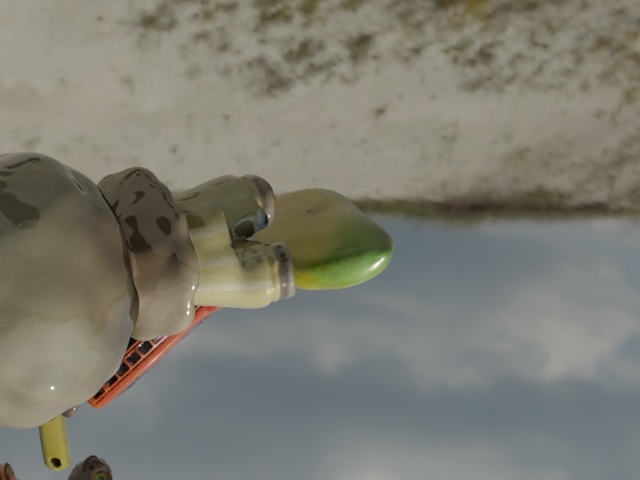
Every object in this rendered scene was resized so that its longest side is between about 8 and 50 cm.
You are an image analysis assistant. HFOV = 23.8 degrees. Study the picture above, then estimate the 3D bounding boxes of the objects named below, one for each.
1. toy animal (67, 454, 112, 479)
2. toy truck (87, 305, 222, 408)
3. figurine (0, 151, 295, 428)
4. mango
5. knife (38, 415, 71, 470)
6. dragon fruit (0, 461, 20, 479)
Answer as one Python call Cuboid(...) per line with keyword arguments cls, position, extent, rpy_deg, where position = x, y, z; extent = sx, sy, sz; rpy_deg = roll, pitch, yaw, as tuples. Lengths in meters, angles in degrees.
Cuboid(cls="toy animal", position=(-0.306, 0.339, 1.779), extent=(0.116, 0.179, 0.218), rpy_deg=(9, 167, -9))
Cuboid(cls="toy truck", position=(-0.162, 0.052, 1.518), extent=(0.114, 0.253, 0.107), rpy_deg=(50, -156, 2))
Cuboid(cls="figurine", position=(-0.196, 0.030, 1.253), extent=(0.381, 0.248, 0.203), rpy_deg=(-12, -177, -35))
Cuboid(cls="mango", position=(-0.007, 0.003, 1.743), extent=(0.137, 0.091, 0.237), rpy_deg=(-25, -161, -10))
Cuboid(cls="knife", position=(-0.261, 0.126, 1.505), extent=(0.061, 0.343, 0.027), rpy_deg=(5, -132, 1))
Cuboid(cls="dragon fruit", position=(-0.407, 0.256, 1.436), extent=(0.315, 0.250, 0.250), rpy_deg=(30, -169, -8))
